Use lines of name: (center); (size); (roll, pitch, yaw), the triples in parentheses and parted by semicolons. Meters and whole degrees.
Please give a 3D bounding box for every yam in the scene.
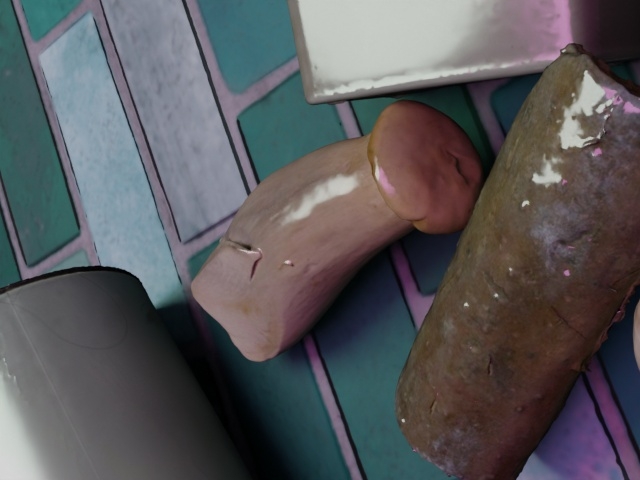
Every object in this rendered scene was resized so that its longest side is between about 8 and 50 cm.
yam: (0.122, 0.020, 0.510); (0.106, 0.106, 0.259); (39, 124, 28)

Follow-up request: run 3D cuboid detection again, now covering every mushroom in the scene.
mushroom: (-0.003, -0.006, 0.614); (0.247, 0.096, 0.108); (-38, 43, 40)

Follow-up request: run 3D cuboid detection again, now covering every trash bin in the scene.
trash bin: (-0.168, 0.186, 0.677); (0.263, 0.217, 0.277); (56, 155, 20)

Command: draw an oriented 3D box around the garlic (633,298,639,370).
garlic: (0.256, 0.095, 0.428); (0.229, 0.178, 0.143); (47, 149, 45)

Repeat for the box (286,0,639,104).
box: (0.082, -0.154, 0.535); (0.210, 0.148, 0.129); (-2, 100, 35)
